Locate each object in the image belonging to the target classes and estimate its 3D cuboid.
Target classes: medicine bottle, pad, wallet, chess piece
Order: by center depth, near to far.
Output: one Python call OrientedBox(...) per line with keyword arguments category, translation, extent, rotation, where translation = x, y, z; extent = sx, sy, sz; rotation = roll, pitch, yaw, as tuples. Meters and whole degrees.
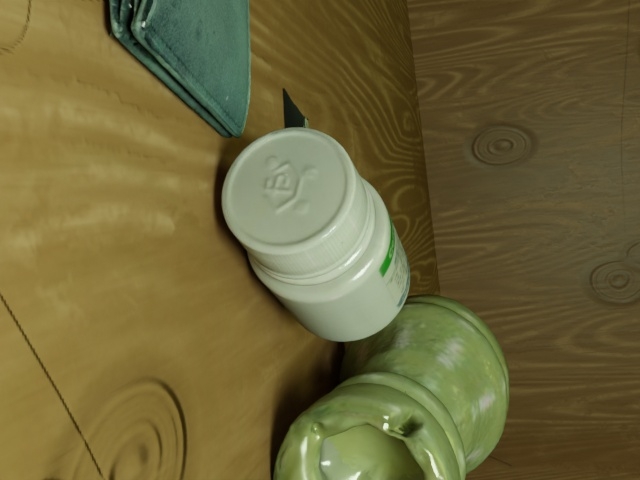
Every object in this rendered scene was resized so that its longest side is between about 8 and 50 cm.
OrientedBox(category="wallet", translation=(-0.097, -0.249, 0.692), extent=(0.251, 0.054, 0.290), rotation=(31, 55, -73))
OrientedBox(category="medicine bottle", translation=(0.000, 0.000, 0.818), extent=(0.237, 0.139, 0.139), rotation=(55, 31, -62))
OrientedBox(category="chess piece", translation=(0.095, 0.212, 0.991), extent=(0.442, 0.234, 0.234), rotation=(-24, 107, -74))
OrientedBox(category="pad", translation=(-0.025, -0.073, 1.054), extent=(0.116, 0.004, 0.193), rotation=(45, 41, -70))
